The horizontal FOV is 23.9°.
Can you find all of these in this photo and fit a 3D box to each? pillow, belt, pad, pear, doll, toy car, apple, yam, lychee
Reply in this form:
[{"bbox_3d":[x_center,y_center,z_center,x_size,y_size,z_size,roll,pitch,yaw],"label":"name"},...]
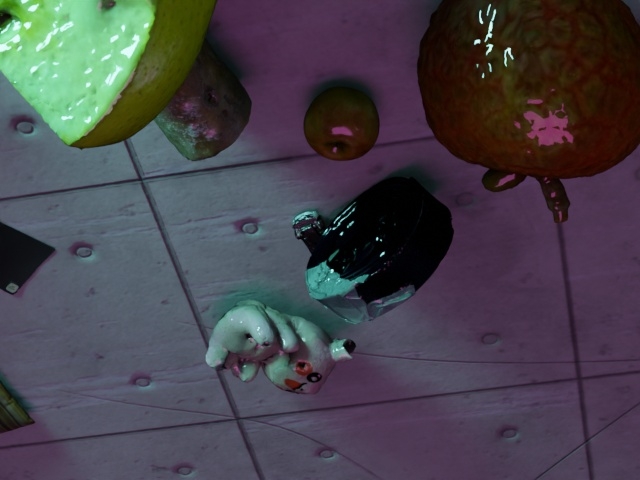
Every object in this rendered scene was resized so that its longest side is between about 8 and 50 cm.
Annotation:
[{"bbox_3d":[-0.528,0.255,2.200,0.203,0.038,0.113,-17,131,16],"label":"pillow"},{"bbox_3d":[0.070,0.017,1.859,0.198,0.151,0.078,-39,126,19],"label":"belt"},{"bbox_3d":[-0.454,0.002,1.959,0.193,0.004,0.116,29,129,-26],"label":"pad"},{"bbox_3d":[-0.219,-0.302,1.478,0.342,0.238,0.318,47,109,9],"label":"pear"},{"bbox_3d":[-0.056,0.147,2.043,0.192,0.095,0.149,28,136,-28],"label":"doll"},{"bbox_3d":[0.000,0.000,1.936,0.041,0.025,0.093,-20,129,22],"label":"toy car"},{"bbox_3d":[0.024,-0.134,1.761,0.089,0.074,0.089,1,138,1],"label":"apple"},{"bbox_3d":[-0.165,-0.190,1.682,0.107,0.107,0.194,-21,132,21],"label":"yam"},{"bbox_3d":[0.232,-0.165,1.614,0.255,0.255,0.300,-4,126,4],"label":"lychee"}]
